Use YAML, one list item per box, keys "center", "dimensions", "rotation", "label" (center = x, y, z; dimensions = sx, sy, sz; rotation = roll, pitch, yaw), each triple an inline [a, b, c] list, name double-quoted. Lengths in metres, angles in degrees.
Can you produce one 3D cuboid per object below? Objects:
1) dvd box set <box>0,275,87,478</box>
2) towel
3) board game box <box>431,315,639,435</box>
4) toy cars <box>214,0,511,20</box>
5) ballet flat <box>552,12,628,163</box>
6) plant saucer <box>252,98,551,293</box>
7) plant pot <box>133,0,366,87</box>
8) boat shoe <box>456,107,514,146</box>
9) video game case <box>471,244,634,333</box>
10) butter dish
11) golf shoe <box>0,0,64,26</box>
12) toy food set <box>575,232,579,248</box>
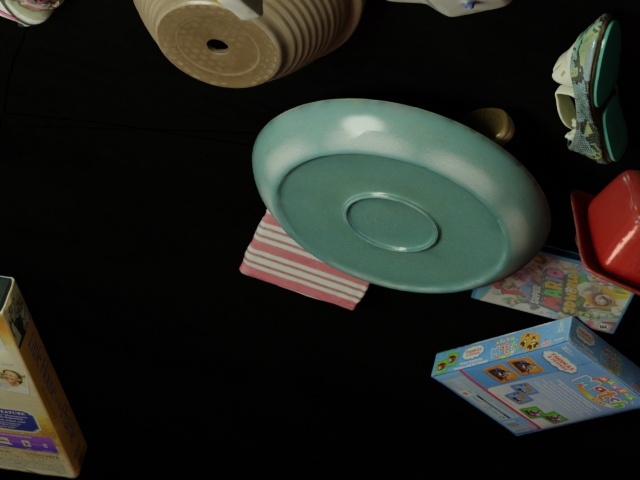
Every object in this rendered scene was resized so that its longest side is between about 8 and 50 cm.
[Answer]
- center: [-0.504, 0.173, 2.408]
  dimensions: [0.308, 0.062, 0.420]
  rotation: [6, 145, 13]
  label: "dvd box set"
- center: [0.000, 0.000, 2.011]
  dimensions: [0.144, 0.029, 0.197]
  rotation: [19, 143, -7]
  label: "towel"
- center: [0.261, 0.162, 2.117]
  dimensions: [0.160, 0.039, 0.211]
  rotation: [36, 144, -30]
  label: "board game box"
- center: [0.027, -0.226, 1.499]
  dimensions: [0.394, 0.087, 0.176]
  rotation: [0, 166, -21]
  label: "toy cars"
- center: [0.247, -0.142, 1.690]
  dimensions: [0.070, 0.070, 0.188]
  rotation: [4, 141, 15]
  label: "ballet flat"
- center: [0.077, -0.031, 1.854]
  dimensions: [0.318, 0.043, 0.317]
  rotation: [13, 149, 8]
  label: "plant saucer"
- center: [-0.081, -0.218, 1.653]
  dimensions: [0.237, 0.109, 0.237]
  rotation: [11, 146, 8]
  label: "plant pot"
- center: [0.151, -0.093, 1.808]
  dimensions: [0.045, 0.050, 0.135]
  rotation: [26, 150, -30]
  label: "boat shoe"
- center: [0.259, 0.048, 1.990]
  dimensions: [0.166, 0.015, 0.119]
  rotation: [15, 146, 1]
  label: "video game case"
- center: [0.342, -0.015, 1.783]
  dimensions: [0.160, 0.160, 0.118]
  rotation: [24, 121, -13]
  label: "butter dish"
- center: [-0.340, -0.260, 1.732]
  dimensions: [0.186, 0.067, 0.086]
  rotation: [30, 144, -22]
  label: "golf shoe"
- center: [0.310, 0.003, 1.903]
  dimensions: [0.083, 0.020, 0.083]
  rotation: [8, 145, 9]
  label: "toy food set"
